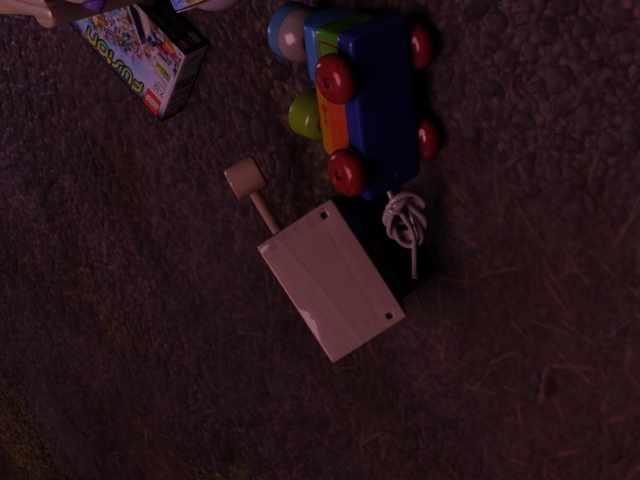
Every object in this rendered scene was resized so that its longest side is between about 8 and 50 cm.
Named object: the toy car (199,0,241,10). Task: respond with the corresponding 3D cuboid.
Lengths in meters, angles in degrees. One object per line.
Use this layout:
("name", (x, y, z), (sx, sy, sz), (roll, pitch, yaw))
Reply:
("toy car", (-0.081, -0.267, 0.922), (0.182, 0.159, 0.136), (30, 170, 29))

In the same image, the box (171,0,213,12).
("box", (0.009, -0.327, 0.638), (0.177, 0.290, 0.279), (-5, 114, 48))

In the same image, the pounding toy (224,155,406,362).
("pounding toy", (-0.003, -0.006, 1.047), (0.206, 0.094, 0.181), (57, -175, -2))

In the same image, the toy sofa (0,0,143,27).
("toy sofa", (-0.234, -0.384, 0.948), (0.177, 0.150, 0.362), (10, 118, 40))

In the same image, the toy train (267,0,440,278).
("toy train", (0.025, -0.090, 0.963), (0.143, 0.105, 0.248), (32, 140, 45))

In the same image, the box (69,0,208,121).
("box", (-0.213, -0.238, 1.153), (0.207, 0.036, 0.114), (46, 142, 11))
